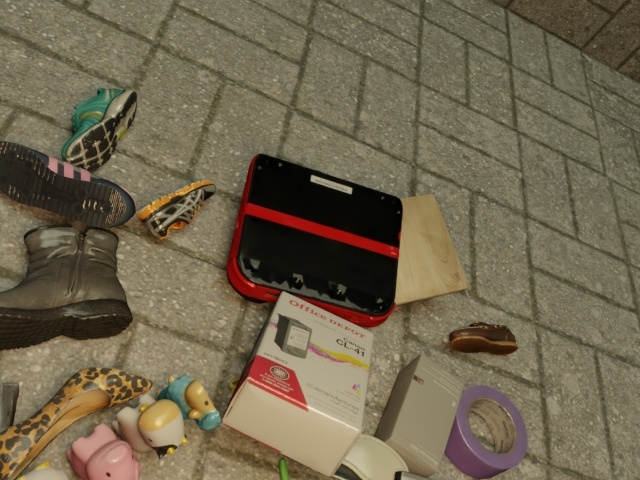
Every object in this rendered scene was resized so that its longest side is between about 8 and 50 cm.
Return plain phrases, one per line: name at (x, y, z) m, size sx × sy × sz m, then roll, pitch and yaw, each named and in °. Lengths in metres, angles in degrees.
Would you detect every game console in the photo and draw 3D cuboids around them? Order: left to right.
game console at (0.000, 0.000, 1.531) m, size 0.387 × 0.060 × 0.342 m, roll 17°, pitch 58°, yaw -15°

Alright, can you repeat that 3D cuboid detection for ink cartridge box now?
ink cartridge box at (-0.030, 0.259, 1.298) m, size 0.226 × 0.131 × 0.306 m, roll 26°, pitch 28°, yaw -4°

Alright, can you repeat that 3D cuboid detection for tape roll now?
tape roll at (0.359, 0.425, 1.514) m, size 0.189 × 0.080 × 0.189 m, roll 16°, pitch 50°, yaw -19°

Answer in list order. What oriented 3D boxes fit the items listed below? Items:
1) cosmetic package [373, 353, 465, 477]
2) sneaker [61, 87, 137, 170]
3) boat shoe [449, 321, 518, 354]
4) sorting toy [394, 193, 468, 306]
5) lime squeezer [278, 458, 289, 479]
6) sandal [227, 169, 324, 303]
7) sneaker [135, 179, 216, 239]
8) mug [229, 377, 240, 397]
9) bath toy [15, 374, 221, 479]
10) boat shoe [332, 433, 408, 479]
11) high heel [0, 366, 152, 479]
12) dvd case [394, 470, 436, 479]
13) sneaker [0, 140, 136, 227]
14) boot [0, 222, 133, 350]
cosmetic package at (0.206, 0.376, 1.445) m, size 0.127 × 0.107 × 0.238 m, roll 34°, pitch 43°, yaw -5°
sneaker at (-0.507, -0.252, 1.522) m, size 0.110 × 0.107 × 0.275 m, roll 14°, pitch 43°, yaw 4°
boat shoe at (0.397, 0.238, 1.687) m, size 0.207 × 0.073 × 0.073 m, roll 12°, pitch 49°, yaw -32°
sorting toy at (0.192, 0.035, 1.664) m, size 0.256 × 0.089 × 0.257 m, roll -10°, pitch 71°, yaw -21°
lime squeezer at (-0.002, 0.544, 1.227) m, size 0.110 × 0.059 × 0.310 m, roll -29°, pitch 73°, yaw -41°
sandal at (-0.052, -0.030, 1.595) m, size 0.168 × 0.107 × 0.445 m, roll 35°, pitch 47°, yaw -3°
sneaker at (-0.308, -0.071, 1.505) m, size 0.215 × 0.084 × 0.083 m, roll -34°, pitch 99°, yaw -43°
mug at (-0.135, 0.297, 1.334) m, size 0.064 × 0.062 × 0.078 m, roll -16°, pitch 72°, yaw -46°
bath toy at (-0.331, 0.357, 1.112) m, size 0.348 × 0.151 × 0.129 m, roll -32°, pitch 79°, yaw -39°
boat shoe at (0.049, 0.428, 1.329) m, size 0.255 × 0.079 × 0.095 m, roll 21°, pitch 50°, yaw -13°
high heel at (-0.404, 0.306, 1.116) m, size 0.261 × 0.093 × 0.186 m, roll -4°, pitch 40°, yaw -16°
dvd case at (0.203, 0.578, 1.288) m, size 0.179 × 0.029 × 0.238 m, roll 23°, pitch 62°, yaw -22°
sneaker at (-0.529, -0.107, 1.395) m, size 0.319 × 0.112 × 0.131 m, roll 25°, pitch 5°, yaw 4°
boot at (-0.525, 0.075, 1.250) m, size 0.338 × 0.118 × 0.222 m, roll 5°, pitch 51°, yaw -41°
